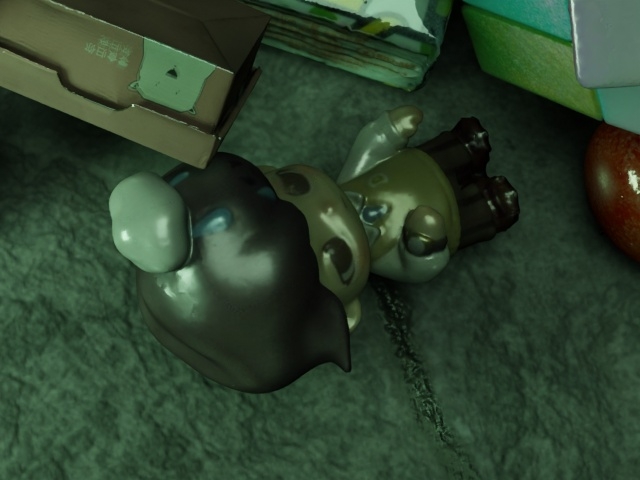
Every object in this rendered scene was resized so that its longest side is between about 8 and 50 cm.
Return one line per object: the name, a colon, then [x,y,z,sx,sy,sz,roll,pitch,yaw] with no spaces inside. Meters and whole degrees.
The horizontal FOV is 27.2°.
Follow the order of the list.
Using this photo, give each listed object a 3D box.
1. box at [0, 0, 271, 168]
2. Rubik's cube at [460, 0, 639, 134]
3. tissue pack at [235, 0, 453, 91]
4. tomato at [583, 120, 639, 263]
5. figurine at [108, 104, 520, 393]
box: [-0.160,-0.170,1.127,0.215,0.215,0.086,23,114,-2]
Rubik's cube: [0.275,-0.277,1.107,0.368,0.387,0.358,21,52,-1]
tissue pack: [-0.011,-0.300,1.272,0.310,0.128,0.228,17,75,0]
tomato: [0.325,-0.057,1.226,0.167,0.167,0.167,1,75,-5]
figurine: [0.011,-0.003,1.155,0.365,0.206,0.218,-22,92,-12]
